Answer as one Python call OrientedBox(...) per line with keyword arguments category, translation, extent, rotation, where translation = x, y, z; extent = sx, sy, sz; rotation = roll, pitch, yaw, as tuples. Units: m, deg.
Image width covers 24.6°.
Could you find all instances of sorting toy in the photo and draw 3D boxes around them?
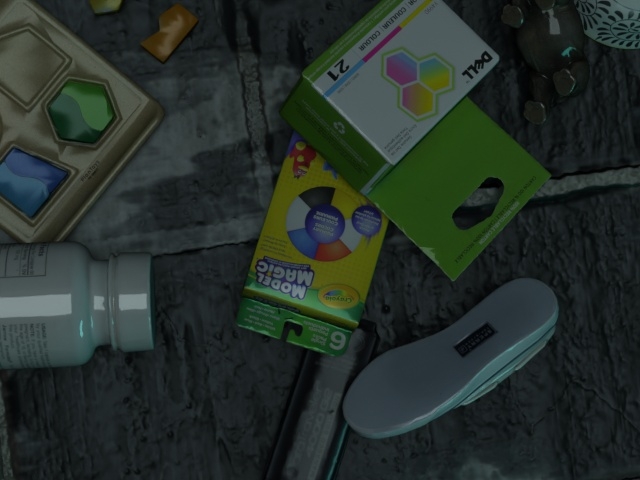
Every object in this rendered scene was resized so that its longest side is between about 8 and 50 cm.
OrientedBox(category="sorting toy", translation=(-0.285, -0.165, 1.558), extent=(0.229, 0.041, 0.307), rotation=(39, 87, -2))

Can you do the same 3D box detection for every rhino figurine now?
OrientedBox(category="rhino figurine", translation=(0.233, -0.252, 1.547), extent=(0.073, 0.106, 0.243), rotation=(-7, 105, 24))

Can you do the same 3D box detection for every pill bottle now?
OrientedBox(category="pill bottle", translation=(-0.287, 0.066, 1.508), extent=(0.229, 0.131, 0.131), rotation=(-2, 89, -3))

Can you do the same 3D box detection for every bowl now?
OrientedBox(category="bowl", translation=(0.342, -0.298, 1.581), extent=(0.170, 0.080, 0.170), rotation=(0, 88, -4))

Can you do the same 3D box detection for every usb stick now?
OrientedBox(category="usb stick", translation=(-0.010, 0.212, 1.566), extent=(0.077, 0.045, 0.278), rotation=(18, 88, 4))

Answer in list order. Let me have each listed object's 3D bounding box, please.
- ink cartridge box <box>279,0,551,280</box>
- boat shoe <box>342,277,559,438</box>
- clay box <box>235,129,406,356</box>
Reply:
OrientedBox(category="ink cartridge box", translation=(0.116, -0.118, 1.519), extent=(0.255, 0.097, 0.189), rotation=(44, 64, 2))
OrientedBox(category="boat shoe", translation=(0.145, 0.140, 1.553), extent=(0.258, 0.084, 0.095), rotation=(-28, 56, -5))
OrientedBox(category="clay box", translation=(0.000, 0.000, 1.543), extent=(0.127, 0.053, 0.222), rotation=(17, 72, -3))
